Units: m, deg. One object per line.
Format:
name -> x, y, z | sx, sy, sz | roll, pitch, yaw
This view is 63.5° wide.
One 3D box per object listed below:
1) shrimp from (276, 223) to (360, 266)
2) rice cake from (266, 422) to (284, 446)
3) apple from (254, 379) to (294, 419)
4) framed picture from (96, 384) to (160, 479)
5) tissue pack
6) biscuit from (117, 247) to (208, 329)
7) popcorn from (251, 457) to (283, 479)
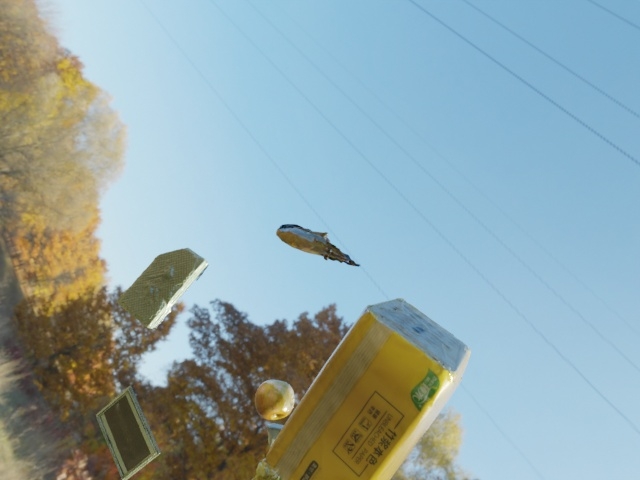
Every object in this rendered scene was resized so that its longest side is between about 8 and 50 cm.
shrimp -> 0.001, 0.000, 1.469 | 0.261, 0.117, 0.066 | 20, -55, 8
rice cake -> -0.021, 0.534, 1.365 | 0.052, 0.255, 0.057 | -78, 179, -69
apple -> -0.159, 0.551, 1.775 | 0.146, 0.146, 0.147 | 36, -44, 44
framed picture -> -0.755, 0.749, 2.008 | 0.231, 0.018, 0.293 | -41, -112, 18
tissue pack -> 0.109, 0.331, 1.054 | 0.228, 0.293, 0.382 | 37, -78, 19
biscuit -> -0.456, 0.122, 1.499 | 0.150, 0.252, 0.052 | 31, -19, 28
popcorn -> -0.103, 0.561, 1.186 | 0.106, 0.116, 0.121 | 97, 0, -78
